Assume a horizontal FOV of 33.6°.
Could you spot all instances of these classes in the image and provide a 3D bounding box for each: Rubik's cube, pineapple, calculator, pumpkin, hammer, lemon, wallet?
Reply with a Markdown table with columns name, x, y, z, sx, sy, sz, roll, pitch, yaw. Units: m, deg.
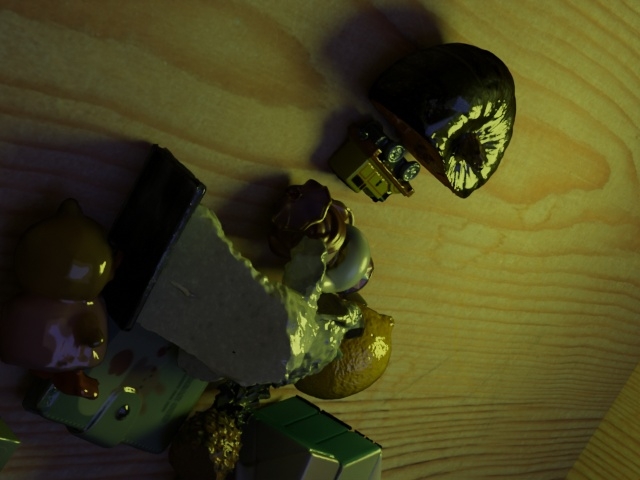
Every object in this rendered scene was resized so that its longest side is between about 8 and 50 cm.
| name | x | y | z | sx | sy | sz | roll | pitch | yaw |
| --- | --- | --- | --- | --- | --- | --- | --- | --- | --- |
| Rubik's cube | -0.064 | 0.509 | 2.065 | 0.358 | 0.387 | 0.368 | 26 | 88 | -43 |
| pineapple | -0.175 | 0.333 | 1.946 | 0.248 | 0.128 | 0.128 | -54 | 154 | -46 |
| calculator | -0.271 | -0.003 | 1.602 | 0.021 | 0.161 | 0.261 | 19 | 106 | -43 |
| pumpkin | 0.256 | -0.231 | 1.912 | 0.232 | 0.242 | 0.325 | -44 | 148 | 3 |
| hammer | 0.044 | 0.193 | 2.189 | 0.028 | 0.060 | 0.195 | -4 | 126 | -46 |
| lemon | 0.031 | 0.215 | 2.074 | 0.257 | 0.188 | 0.188 | -24 | 139 | -2 |
| wallet | -0.328 | 0.235 | 1.805 | 0.252 | 0.083 | 0.360 | -57 | 143 | -3 |

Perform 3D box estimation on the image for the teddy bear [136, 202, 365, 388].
| name | x | y | z | sx | sy | sz | roll | pitch | yaw |
| --- | --- | --- | --- | --- | --- | --- | --- | --- | --- |
| teddy bear | -0.111 | 0.105 | 1.798 | 0.327 | 0.375 | 0.362 | -48 | 180 | 14 |

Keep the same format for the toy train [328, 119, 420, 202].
| name | x | y | z | sx | sy | sz | roll | pitch | yaw |
| --- | --- | --- | --- | --- | --- | --- | --- | --- | --- |
| toy train | 0.101 | -0.137 | 1.953 | 0.127 | 0.089 | 0.219 | -43 | 144 | 4 |

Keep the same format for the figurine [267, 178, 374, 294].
| name | x | y | z | sx | sy | sz | roll | pitch | yaw |
| --- | --- | --- | --- | --- | --- | --- | --- | --- | --- |
| figurine | 0.000 | 0.000 | 1.915 | 0.263 | 0.142 | 0.189 | 46 | 51 | -52 |

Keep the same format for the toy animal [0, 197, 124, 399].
| name | x | y | z | sx | sy | sz | roll | pitch | yaw |
| --- | --- | --- | --- | --- | --- | --- | --- | --- | --- |
| toy animal | -0.379 | 0.077 | 1.546 | 0.169 | 0.195 | 0.281 | 9 | 97 | -49 |

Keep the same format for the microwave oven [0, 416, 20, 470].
| name | x | y | z | sx | sy | sz | roll | pitch | yaw |
| --- | --- | --- | --- | --- | --- | --- | --- | --- | --- |
| microwave oven | -0.580 | 0.333 | 1.572 | 0.205 | 0.129 | 0.163 | -54 | 145 | 2 |
